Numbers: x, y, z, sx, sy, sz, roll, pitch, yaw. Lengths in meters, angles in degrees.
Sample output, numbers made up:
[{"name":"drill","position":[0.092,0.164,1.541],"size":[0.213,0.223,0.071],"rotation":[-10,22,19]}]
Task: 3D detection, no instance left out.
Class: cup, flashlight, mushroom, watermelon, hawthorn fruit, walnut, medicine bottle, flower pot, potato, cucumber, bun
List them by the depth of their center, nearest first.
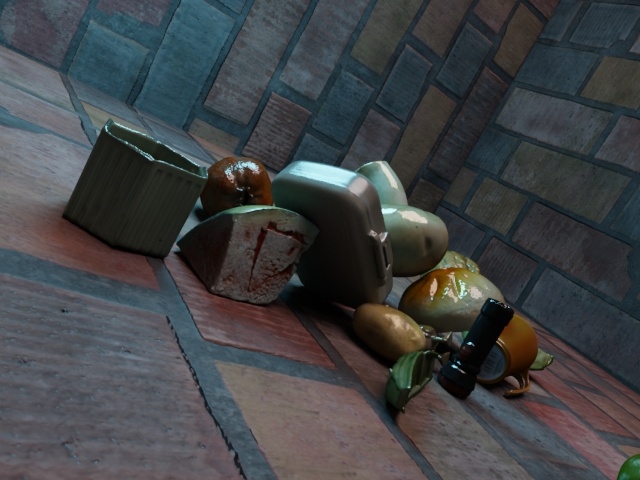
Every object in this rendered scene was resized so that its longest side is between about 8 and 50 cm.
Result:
[{"name":"flower pot","position":[-0.359,-0.101,1.085],"size":[0.239,0.190,0.209],"rotation":[32,10,7]},{"name":"watermelon","position":[-0.163,0.040,1.164],"size":[0.261,0.201,0.212],"rotation":[-17,-24,39]},{"name":"potato","position":[0.149,0.202,1.229],"size":[0.178,0.110,0.118],"rotation":[29,31,28]},{"name":"flashlight","position":[0.354,0.240,1.255],"size":[0.092,0.232,0.093],"rotation":[26,10,-5]},{"name":"medicine bottle","position":[0.033,-0.004,1.278],"size":[0.282,0.123,0.375],"rotation":[19,-40,33]},{"name":"cup","position":[0.499,0.324,1.528],"size":[0.263,0.182,0.226],"rotation":[-2,63,-59]},{"name":"bun","position":[0.359,0.156,1.555],"size":[0.298,0.165,0.299],"rotation":[-9,0,0]},{"name":"hawthorn fruit","position":[-0.244,-0.147,1.579],"size":[0.210,0.211,0.262],"rotation":[25,13,-25]},{"name":"mushroom","position":[0.181,-0.021,1.592],"size":[0.356,0.315,0.315],"rotation":[39,10,2]},{"name":"cucumber","position":[0.598,0.351,1.789],"size":[0.325,0.105,0.145],"rotation":[26,-16,-19]},{"name":"walnut","position":[0.496,0.159,2.111],"size":[0.225,0.257,0.257],"rotation":[60,-3,-24]}]

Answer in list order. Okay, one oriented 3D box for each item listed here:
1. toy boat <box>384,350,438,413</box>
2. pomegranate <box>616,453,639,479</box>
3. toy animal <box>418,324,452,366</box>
[{"name":"toy boat","position":[0.172,0.261,1.059],"size":[0.055,0.093,0.293],"rotation":[13,4,20]},{"name":"pomegranate","position":[0.632,0.496,1.056],"size":[0.204,0.159,0.159],"rotation":[-5,27,-28]},{"name":"toy animal","position":[0.226,0.240,1.364],"size":[0.179,0.089,0.188],"rotation":[15,-1,39]}]
